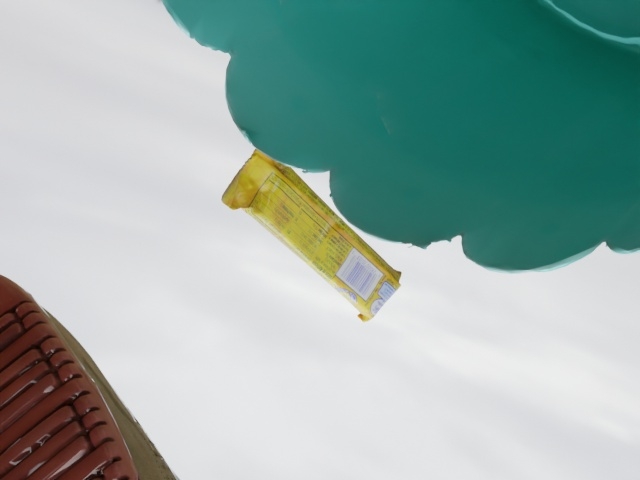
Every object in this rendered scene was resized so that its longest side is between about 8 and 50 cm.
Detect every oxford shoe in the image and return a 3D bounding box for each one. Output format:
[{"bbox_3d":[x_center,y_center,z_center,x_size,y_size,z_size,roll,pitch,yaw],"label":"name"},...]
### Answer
[{"bbox_3d":[-0.083,0.171,0.785,0.130,0.123,0.348,13,-134,-61],"label":"oxford shoe"}]

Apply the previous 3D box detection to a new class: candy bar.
[{"bbox_3d":[0.000,0.000,0.986,0.018,0.040,0.161,29,171,41],"label":"candy bar"}]

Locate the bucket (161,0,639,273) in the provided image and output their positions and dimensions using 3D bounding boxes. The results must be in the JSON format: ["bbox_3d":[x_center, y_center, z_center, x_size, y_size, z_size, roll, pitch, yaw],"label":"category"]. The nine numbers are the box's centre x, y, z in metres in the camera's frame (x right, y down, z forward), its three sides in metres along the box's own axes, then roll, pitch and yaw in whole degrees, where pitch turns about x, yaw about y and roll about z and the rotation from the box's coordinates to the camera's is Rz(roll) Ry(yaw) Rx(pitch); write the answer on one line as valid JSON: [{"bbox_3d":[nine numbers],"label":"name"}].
[{"bbox_3d":[0.085,-0.145,0.623,0.281,0.281,0.183,25,-144,28],"label":"bucket"}]
